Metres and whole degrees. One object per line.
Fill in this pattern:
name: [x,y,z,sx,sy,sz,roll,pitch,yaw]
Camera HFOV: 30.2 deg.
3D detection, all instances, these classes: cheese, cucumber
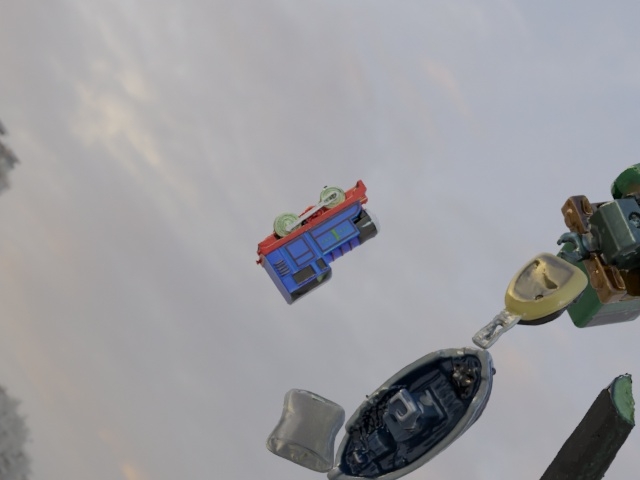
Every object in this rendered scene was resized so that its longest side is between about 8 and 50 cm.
cheese: [0.253,0.081,1.481,0.086,0.162,0.036,35,-23,41]
cucumber: [0.324,0.265,1.457,0.046,0.220,0.070,20,20,-21]

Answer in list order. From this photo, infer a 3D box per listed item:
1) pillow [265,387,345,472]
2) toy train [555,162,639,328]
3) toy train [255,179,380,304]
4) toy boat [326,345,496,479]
pillow: [-0.024,0.346,2.186,0.130,0.217,0.033,22,-62,-1]
toy train: [0.523,0.016,1.773,0.249,0.429,0.178,116,-38,-54]
toy train: [0.000,0.000,1.888,0.131,0.204,0.083,56,-12,12]
toy boat: [0.125,0.248,1.666,0.142,0.309,0.129,12,41,-56]
